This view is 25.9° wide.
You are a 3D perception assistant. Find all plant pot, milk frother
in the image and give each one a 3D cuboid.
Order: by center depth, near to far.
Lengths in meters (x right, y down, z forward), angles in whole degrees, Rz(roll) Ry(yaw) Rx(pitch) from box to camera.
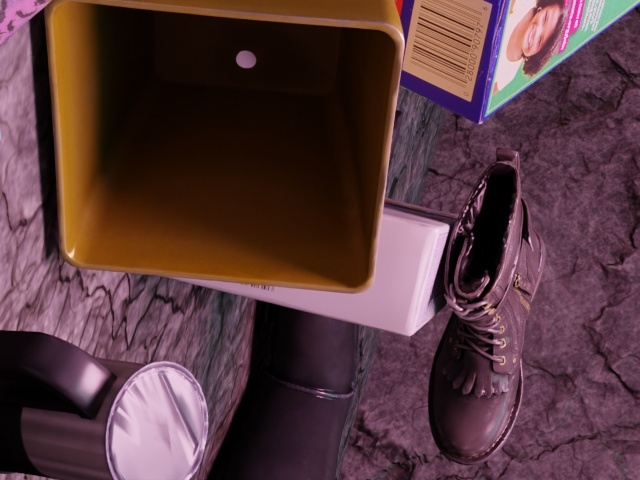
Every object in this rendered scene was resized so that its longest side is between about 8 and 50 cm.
[{"bbox_3d":[-0.164,0.129,0.820,0.129,0.135,0.143,29,69,-48],"label":"milk frother"},{"bbox_3d":[-0.057,-0.111,0.945,0.187,0.212,0.212,-85,180,-51],"label":"plant pot"}]

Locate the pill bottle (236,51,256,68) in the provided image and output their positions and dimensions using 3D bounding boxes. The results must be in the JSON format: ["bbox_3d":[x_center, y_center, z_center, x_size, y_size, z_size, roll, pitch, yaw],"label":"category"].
[{"bbox_3d":[-0.045,-0.187,1.175,0.169,0.094,0.094,-64,164,-50],"label":"pill bottle"}]

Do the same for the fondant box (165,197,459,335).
[{"bbox_3d":[0.000,0.000,1.262,0.330,0.238,0.096,-17,120,-78],"label":"fondant box"}]

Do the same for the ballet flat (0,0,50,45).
[{"bbox_3d":[-0.128,-0.202,0.734,0.077,0.079,0.221,56,49,-78],"label":"ballet flat"}]

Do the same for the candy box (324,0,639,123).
[{"bbox_3d":[0.106,-0.251,1.117,0.317,0.268,0.122,-38,147,-42],"label":"candy box"}]

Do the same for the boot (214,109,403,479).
[{"bbox_3d":[-0.007,0.093,1.602,0.367,0.146,0.445,-78,-178,-66],"label":"boot"}]

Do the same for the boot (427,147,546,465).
[{"bbox_3d":[0.137,0.065,1.232,0.229,0.091,0.262,40,61,-73],"label":"boot"}]
